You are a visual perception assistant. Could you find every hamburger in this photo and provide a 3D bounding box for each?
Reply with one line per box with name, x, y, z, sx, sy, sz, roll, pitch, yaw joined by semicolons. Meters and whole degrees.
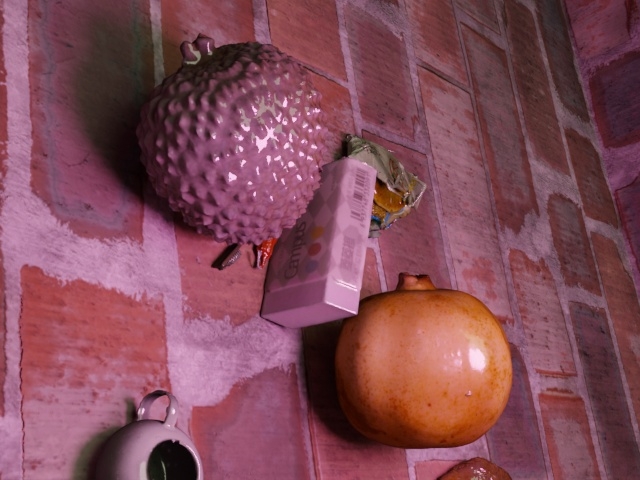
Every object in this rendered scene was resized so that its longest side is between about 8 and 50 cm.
hamburger;0.157;-0.148;2.232;0.260;0.150;0.276;46;43;-21

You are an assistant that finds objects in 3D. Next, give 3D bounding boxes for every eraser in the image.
eraser;0.000;0.000;1.930;0.082;0.213;0.397;46;41;-40

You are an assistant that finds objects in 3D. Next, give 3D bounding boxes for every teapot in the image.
teapot;-0.279;0.394;1.450;0.193;0.129;0.295;24;54;-42

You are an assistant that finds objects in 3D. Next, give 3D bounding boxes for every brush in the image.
brush;-0.170;0.011;1.858;0.028;0.034;0.190;62;37;-21

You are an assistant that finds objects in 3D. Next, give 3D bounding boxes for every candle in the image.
candle;-0.117;-0.005;1.916;0.053;0.048;0.162;16;56;-9

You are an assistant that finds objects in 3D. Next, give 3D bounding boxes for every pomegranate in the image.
pomegranate;0.219;0.259;1.875;0.416;0.416;0.417;26;53;-39

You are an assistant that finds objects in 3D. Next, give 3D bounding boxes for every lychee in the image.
lychee;-0.173;-0.199;1.715;0.380;0.380;0.432;-50;128;-49

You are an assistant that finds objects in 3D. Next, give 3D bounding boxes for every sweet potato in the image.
sweet potato;0.403;0.603;2.168;0.341;0.092;0.114;22;72;-40
